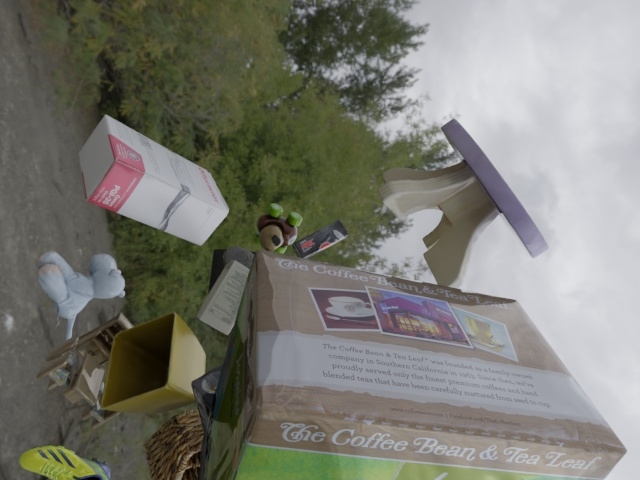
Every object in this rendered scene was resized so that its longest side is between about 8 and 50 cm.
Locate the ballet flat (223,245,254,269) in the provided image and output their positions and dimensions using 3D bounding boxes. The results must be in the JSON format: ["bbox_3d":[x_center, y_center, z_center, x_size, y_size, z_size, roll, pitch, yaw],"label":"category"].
[{"bbox_3d":[-0.152,0.106,1.216,0.250,0.084,0.058,42,-20,-24],"label":"ballet flat"}]

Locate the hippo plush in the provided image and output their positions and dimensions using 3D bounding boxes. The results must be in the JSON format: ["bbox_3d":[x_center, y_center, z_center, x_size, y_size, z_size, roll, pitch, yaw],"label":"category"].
[{"bbox_3d":[-0.809,0.135,1.656,0.294,0.236,0.234,56,-24,34],"label":"hippo plush"}]

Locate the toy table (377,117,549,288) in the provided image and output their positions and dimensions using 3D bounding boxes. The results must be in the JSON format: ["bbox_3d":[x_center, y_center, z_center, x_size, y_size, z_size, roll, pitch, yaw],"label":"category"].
[{"bbox_3d":[0.214,-0.056,0.776,0.252,0.160,0.274,42,22,-38],"label":"toy table"}]

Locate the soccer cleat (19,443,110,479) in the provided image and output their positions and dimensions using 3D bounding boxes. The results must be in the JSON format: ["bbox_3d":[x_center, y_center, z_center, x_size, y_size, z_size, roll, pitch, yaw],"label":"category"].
[{"bbox_3d":[-0.827,0.752,1.566,0.094,0.289,0.121,-57,-158,13],"label":"soccer cleat"}]

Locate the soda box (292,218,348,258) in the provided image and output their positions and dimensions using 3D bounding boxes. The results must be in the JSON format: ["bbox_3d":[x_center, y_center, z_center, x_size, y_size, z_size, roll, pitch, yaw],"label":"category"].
[{"bbox_3d":[0.000,0.000,1.490,0.060,0.168,0.053,60,-14,8],"label":"soda box"}]

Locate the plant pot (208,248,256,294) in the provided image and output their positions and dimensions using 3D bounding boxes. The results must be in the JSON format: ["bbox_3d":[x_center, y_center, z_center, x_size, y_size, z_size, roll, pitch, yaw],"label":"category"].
[{"bbox_3d":[-0.228,0.138,1.504,0.187,0.166,0.188,64,21,-52],"label":"plant pot"}]

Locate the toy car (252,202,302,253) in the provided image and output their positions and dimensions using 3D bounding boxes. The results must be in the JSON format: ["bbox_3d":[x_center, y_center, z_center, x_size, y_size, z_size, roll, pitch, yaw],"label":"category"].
[{"bbox_3d":[-0.150,-0.006,1.632,0.155,0.148,0.188,-59,-163,27],"label":"toy car"}]

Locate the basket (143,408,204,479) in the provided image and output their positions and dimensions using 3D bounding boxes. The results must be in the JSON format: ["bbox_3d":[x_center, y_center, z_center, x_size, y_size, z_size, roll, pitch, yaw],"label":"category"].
[{"bbox_3d":[-0.283,0.590,1.301,0.213,0.299,0.223,-44,-126,21],"label":"basket"}]

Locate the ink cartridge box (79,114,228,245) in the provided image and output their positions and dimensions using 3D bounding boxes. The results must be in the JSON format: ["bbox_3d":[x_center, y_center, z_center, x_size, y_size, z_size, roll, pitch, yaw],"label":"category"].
[{"bbox_3d":[-0.372,-0.128,1.086,0.117,0.283,0.207,-49,-135,14],"label":"ink cartridge box"}]

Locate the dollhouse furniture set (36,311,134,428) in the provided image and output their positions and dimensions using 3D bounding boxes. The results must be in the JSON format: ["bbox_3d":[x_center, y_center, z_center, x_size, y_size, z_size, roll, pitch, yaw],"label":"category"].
[{"bbox_3d":[-0.597,0.333,1.313,0.212,0.160,0.242,60,0,-27],"label":"dollhouse furniture set"}]

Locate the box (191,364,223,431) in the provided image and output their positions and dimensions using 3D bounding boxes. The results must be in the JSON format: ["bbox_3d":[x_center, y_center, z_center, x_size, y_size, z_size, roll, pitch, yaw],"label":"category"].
[{"bbox_3d":[-0.145,0.520,1.082,0.318,0.097,0.395,31,-46,45],"label":"box"}]

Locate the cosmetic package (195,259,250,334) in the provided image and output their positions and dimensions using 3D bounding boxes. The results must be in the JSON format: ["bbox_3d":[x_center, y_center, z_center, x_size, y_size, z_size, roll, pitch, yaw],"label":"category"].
[{"bbox_3d":[-0.158,0.096,0.827,0.115,0.060,0.041,-59,-160,-15],"label":"cosmetic package"}]

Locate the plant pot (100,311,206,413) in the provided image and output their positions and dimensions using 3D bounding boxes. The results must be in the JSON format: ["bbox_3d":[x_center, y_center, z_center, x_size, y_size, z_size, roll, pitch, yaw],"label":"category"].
[{"bbox_3d":[-0.424,0.353,1.297,0.187,0.212,0.212,51,23,-45],"label":"plant pot"}]

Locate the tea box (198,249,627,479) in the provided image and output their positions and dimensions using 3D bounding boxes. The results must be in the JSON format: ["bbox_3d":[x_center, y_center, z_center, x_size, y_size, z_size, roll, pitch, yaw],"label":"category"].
[{"bbox_3d":[0.051,0.222,0.526,0.220,0.328,0.324,-103,-153,-59],"label":"tea box"}]
